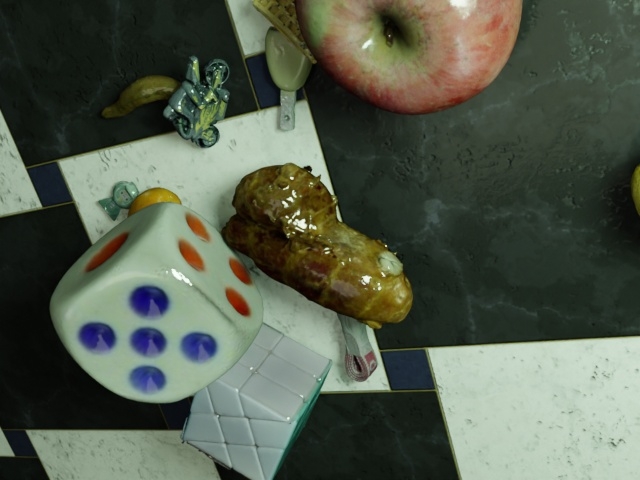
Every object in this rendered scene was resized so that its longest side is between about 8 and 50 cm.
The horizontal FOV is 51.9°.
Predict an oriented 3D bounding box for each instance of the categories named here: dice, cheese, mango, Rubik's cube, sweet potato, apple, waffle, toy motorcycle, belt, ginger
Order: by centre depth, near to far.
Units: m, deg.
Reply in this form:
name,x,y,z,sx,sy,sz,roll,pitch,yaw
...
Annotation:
name,x,y,z,sx,sy,sz,roll,pitch,yaw
apple,0.134,-0.362,0.994,0.345,0.269,0.344,17,136,17
waffle,-0.032,-0.393,1.139,0.148,0.042,0.102,43,89,-2
cheese,-0.060,-0.299,1.223,0.097,0.037,0.192,13,117,18
ginger,0.000,0.000,1.256,0.418,0.176,0.254,32,130,16
toy motorcycle,-0.243,-0.263,1.273,0.061,0.124,0.193,50,136,41
dice,-0.318,0.124,1.305,0.304,0.277,0.304,-35,114,14
sweet potato,-0.370,-0.296,1.343,0.250,0.059,0.069,-10,146,28
belt,0.072,0.189,1.385,0.071,0.053,0.231,-3,112,32
Rubik's cube,-0.138,0.352,1.446,0.221,0.224,0.231,27,121,10
mango,-0.377,-0.011,1.452,0.141,0.102,0.217,31,120,13
cheese,-0.451,-0.094,1.489,0.121,0.026,0.067,-32,98,31

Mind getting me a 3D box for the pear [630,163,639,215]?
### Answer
name,x,y,z,sx,sy,sz,roll,pitch,yaw
pear,0.561,-0.072,0.994,0.178,0.178,0.177,9,116,19
